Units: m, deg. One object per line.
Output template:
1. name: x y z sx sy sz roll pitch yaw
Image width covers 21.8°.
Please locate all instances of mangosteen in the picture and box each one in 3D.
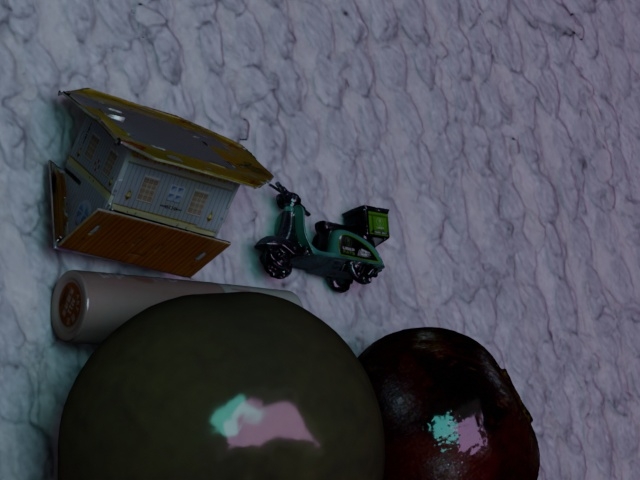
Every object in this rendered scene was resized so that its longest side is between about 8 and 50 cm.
1. mangosteen: 0.092 0.221 1.723 0.261 0.235 0.235 -31 104 5

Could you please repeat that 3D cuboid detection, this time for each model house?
1. model house: -0.160 -0.040 1.617 0.219 0.207 0.136 16 104 -39

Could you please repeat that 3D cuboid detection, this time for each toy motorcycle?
1. toy motorcycle: 0.000 0.000 1.768 0.173 0.058 0.100 10 68 -38

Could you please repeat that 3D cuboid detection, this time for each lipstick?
1. lipstick: -0.136 0.073 1.635 0.254 0.070 0.070 7 77 -37

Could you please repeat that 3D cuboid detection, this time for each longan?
1. longan: -0.091 0.203 1.505 0.319 0.319 0.319 9 76 -37
